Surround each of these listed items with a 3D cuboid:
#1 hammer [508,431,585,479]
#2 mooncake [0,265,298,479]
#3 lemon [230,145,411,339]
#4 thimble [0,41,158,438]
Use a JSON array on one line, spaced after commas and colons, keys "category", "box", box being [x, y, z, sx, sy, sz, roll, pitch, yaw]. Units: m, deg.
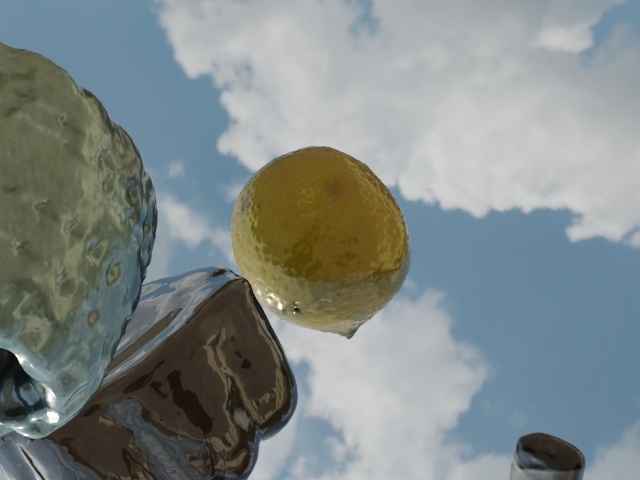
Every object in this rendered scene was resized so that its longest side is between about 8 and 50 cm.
[{"category": "hammer", "box": [0.111, 0.317, 0.661, 0.152, 0.427, 0.044, 25, -157, 38]}, {"category": "mooncake", "box": [-0.165, 0.149, 1.000, 0.306, 0.154, 0.306, -28, -161, 10]}, {"category": "lemon", "box": [-0.005, -0.007, 1.391, 0.228, 0.228, 0.253, -22, -114, -32]}, {"category": "thimble", "box": [-0.215, -0.004, 0.601, 0.205, 0.250, 0.172, -11, -133, 34]}]
